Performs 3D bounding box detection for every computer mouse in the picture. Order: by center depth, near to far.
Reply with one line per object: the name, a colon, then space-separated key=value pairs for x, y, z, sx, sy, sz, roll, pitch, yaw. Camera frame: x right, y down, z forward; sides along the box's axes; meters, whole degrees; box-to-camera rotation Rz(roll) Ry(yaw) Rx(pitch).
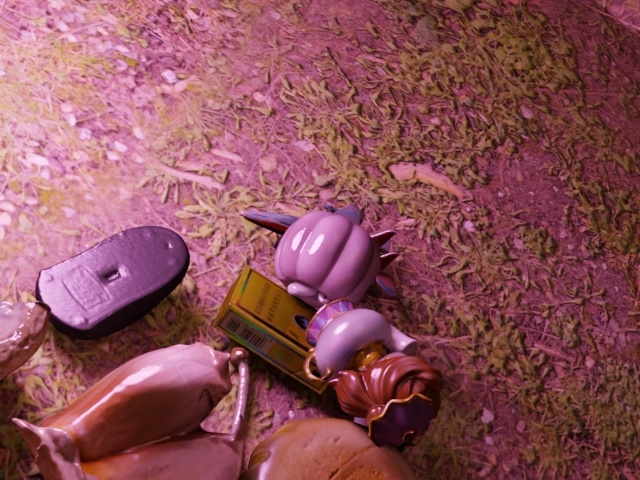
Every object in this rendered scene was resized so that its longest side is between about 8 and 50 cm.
computer mouse: x=-0.329 y=0.071 z=1.844 sx=0.270 sy=0.086 sz=0.137 roll=-30 pitch=68 yaw=-36

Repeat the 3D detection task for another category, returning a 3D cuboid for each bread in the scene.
bread: x=0.005 y=0.418 z=1.752 sx=0.333 sy=0.160 sz=0.333 roll=20 pitch=47 yaw=-23

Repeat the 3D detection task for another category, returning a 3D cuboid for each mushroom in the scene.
mushroom: x=-0.534 y=0.107 z=1.622 sx=0.267 sy=0.190 sz=0.164 roll=38 pitch=64 yaw=-23
mushroom: x=-0.137 y=0.288 z=1.822 sx=0.068 sy=0.043 sz=0.306 roll=52 pitch=27 yaw=-33

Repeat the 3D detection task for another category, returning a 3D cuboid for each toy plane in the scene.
toy plane: x=-0.003 y=0.004 z=2.105 sx=0.326 sy=0.104 sz=0.223 roll=13 pitch=50 yaw=-20

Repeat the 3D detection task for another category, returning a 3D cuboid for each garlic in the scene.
garlic: x=-0.254 y=0.293 z=1.635 sx=0.313 sy=0.249 sz=0.286 roll=-23 pitch=49 yaw=-39

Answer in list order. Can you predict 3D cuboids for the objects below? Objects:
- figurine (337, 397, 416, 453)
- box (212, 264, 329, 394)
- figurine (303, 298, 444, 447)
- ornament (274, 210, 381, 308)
figurine: x=0.100 y=0.284 z=1.947 sx=0.126 sy=0.147 sz=0.192 roll=-6 pitch=40 yaw=-14
box: x=-0.062 y=0.149 z=1.958 sx=0.220 sy=0.064 sz=0.141 roll=35 pitch=26 yaw=-8
figurine: x=0.087 y=0.210 z=1.813 sx=0.190 sy=0.142 sz=0.263 roll=-26 pitch=51 yaw=-22
ornament: x=0.008 y=0.043 z=1.959 sx=0.178 sy=0.177 sz=0.177 roll=18 pitch=49 yaw=-22
